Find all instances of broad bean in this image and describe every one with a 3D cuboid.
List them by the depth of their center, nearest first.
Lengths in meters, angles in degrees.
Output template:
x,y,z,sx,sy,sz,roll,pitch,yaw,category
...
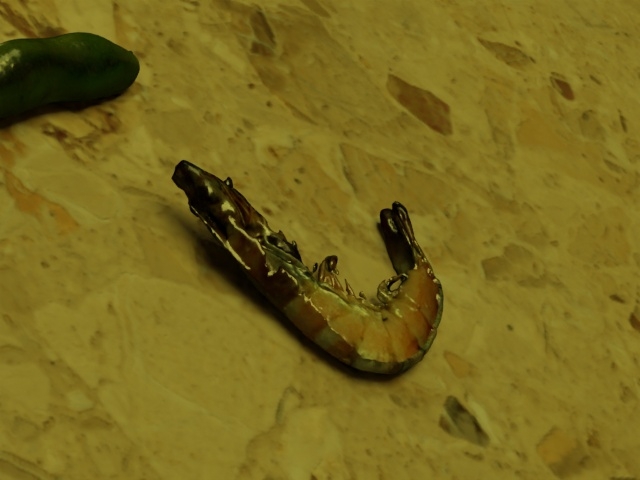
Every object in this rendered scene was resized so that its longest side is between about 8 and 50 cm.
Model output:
x,y,z,sx,sy,sz,roll,pitch,yaw,category
-0.191,-0.086,1.109,0.227,0.039,0.069,-41,107,-46,broad bean

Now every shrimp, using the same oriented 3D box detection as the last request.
x,y,z,sx,sy,sz,roll,pitch,yaw,category
0.002,-0.002,1.153,0.195,0.035,0.148,43,43,-1,shrimp
